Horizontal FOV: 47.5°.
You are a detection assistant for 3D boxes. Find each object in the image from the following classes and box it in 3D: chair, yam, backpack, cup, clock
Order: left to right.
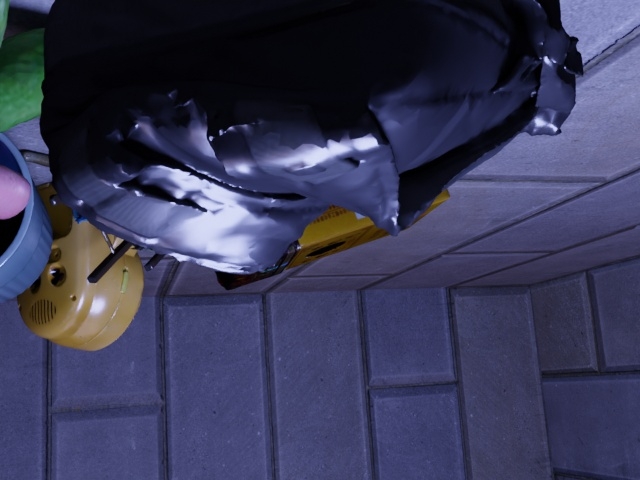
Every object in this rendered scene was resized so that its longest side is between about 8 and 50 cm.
[{"bbox_3d":[-0.585,-0.013,1.111,0.331,0.257,0.311,-27,177,-16],"label":"cup"},{"bbox_3d":[-0.452,-0.132,1.226,0.021,0.021,0.116,-11,168,32],"label":"yam"},{"bbox_3d":[-0.458,0.045,1.377,0.244,0.317,0.200,-11,160,34],"label":"clock"},{"bbox_3d":[-0.293,-0.069,1.271,0.160,0.186,0.319,-11,-159,23],"label":"chair"},{"bbox_3d":[-0.005,-0.123,0.564,0.363,0.255,0.445,-8,-171,30],"label":"backpack"}]

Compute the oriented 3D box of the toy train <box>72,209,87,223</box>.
[{"bbox_3d":[-0.174,-0.112,0.948,0.300,0.188,0.265,-9,178,34],"label":"toy train"}]

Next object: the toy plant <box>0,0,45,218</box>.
[{"bbox_3d":[-0.363,-0.100,0.706,0.210,0.356,0.317,20,171,13],"label":"toy plant"}]

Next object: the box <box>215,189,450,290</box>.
[{"bbox_3d":[0.000,-0.035,1.360,0.415,0.116,0.264,-19,174,-14],"label":"box"}]
